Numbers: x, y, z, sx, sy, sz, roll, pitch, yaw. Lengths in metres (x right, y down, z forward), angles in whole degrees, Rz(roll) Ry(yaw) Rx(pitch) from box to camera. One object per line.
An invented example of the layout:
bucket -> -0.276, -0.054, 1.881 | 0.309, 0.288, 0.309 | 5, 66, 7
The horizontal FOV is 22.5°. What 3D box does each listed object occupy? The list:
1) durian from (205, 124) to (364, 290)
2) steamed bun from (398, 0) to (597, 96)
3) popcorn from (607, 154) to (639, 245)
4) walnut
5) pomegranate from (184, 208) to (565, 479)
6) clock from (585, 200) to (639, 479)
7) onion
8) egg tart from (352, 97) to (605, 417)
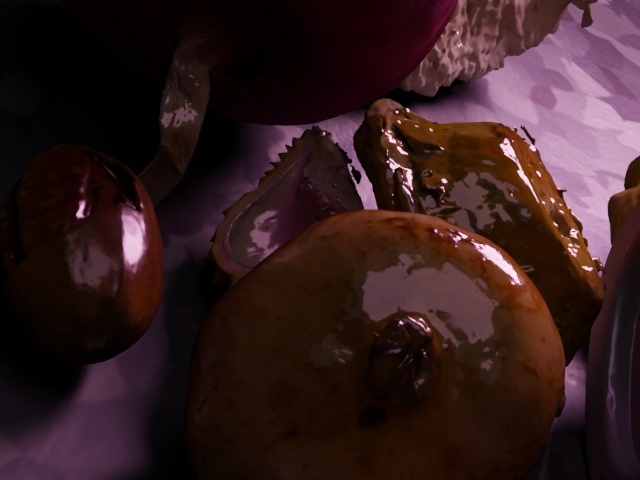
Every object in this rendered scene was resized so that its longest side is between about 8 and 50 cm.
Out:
durian -> 0.002, 0.001, 1.215 | 0.182, 0.132, 0.165 | 39, 21, 34
steamed bun -> 0.102, -0.302, 1.564 | 0.273, 0.290, 0.272 | 25, 31, 30
popcorn -> 0.392, -0.017, 1.473 | 0.286, 0.215, 0.252 | -5, 69, -47
walnut -> -0.164, 0.002, 1.105 | 0.115, 0.116, 0.207 | 17, 35, -19
pomegranate -> 0.032, 0.094, 1.006 | 0.248, 0.248, 0.248 | 20, 34, -15
clock -> 0.312, 0.065, 1.181 | 0.102, 0.338, 0.338 | 17, 35, -14
onion -> -0.048, -0.231, 1.290 | 0.358, 0.358, 0.345 | 10, 46, -28
egg tart -> 0.136, 0.002, 1.232 | 0.295, 0.116, 0.295 | 55, 18, -27
